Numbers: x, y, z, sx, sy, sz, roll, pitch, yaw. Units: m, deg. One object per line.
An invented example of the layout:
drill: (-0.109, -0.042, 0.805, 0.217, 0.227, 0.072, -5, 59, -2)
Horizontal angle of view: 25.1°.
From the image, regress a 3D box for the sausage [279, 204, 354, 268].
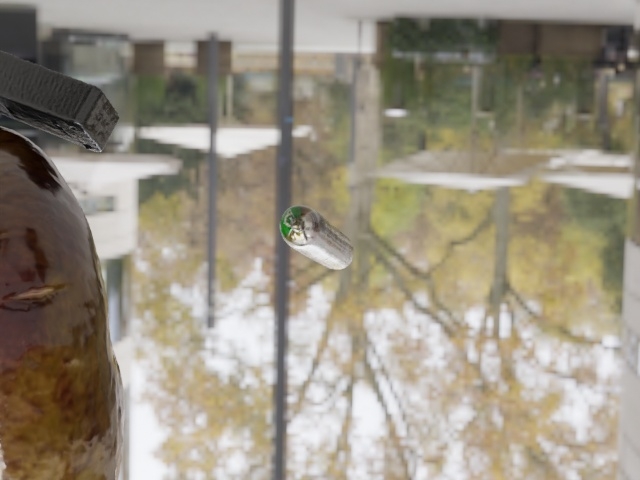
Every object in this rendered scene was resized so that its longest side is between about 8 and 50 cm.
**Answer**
sausage: (0.000, 0.000, 1.132, 0.033, 0.033, 0.269, 2, 175, 8)

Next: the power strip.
power strip: (-0.168, -0.085, 0.817, 0.111, 0.029, 0.038, 22, 164, 19)

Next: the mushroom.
mushroom: (-0.208, 0.070, 0.792, 0.267, 0.267, 0.254, 6, -162, 39)
